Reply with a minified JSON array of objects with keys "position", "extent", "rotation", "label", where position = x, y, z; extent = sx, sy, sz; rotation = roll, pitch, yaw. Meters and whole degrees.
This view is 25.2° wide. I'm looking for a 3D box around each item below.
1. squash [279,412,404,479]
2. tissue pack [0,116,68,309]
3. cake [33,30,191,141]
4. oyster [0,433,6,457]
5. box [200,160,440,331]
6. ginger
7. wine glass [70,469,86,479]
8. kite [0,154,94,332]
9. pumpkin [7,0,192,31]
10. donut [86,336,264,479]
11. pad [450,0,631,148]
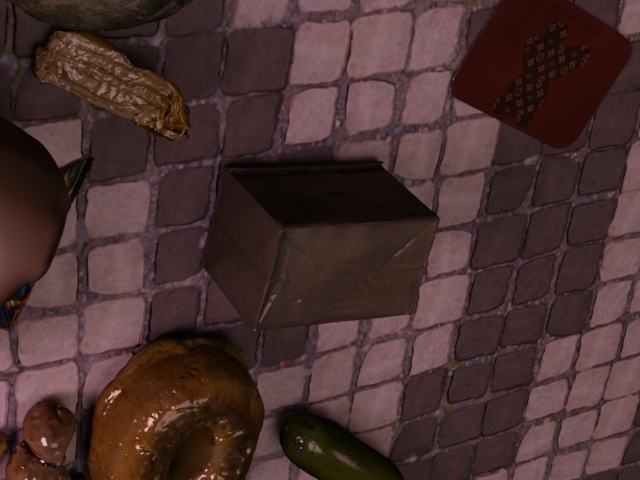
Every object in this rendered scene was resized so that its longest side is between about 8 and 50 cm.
[{"position":[0.051,0.330,2.056],"extent":[0.087,0.087,0.331],"rotation":[-47,136,3],"label":"squash"},{"position":[-0.439,0.038,1.380],"extent":[0.276,0.267,0.387],"rotation":[22,104,-24],"label":"tissue pack"},{"position":[-0.216,-0.177,1.549],"extent":[0.184,0.116,0.080],"rotation":[22,105,-9],"label":"cake"},{"position":[-0.475,0.304,1.690],"extent":[0.209,0.072,0.133],"rotation":[-40,166,14],"label":"oyster"},{"position":[0.000,0.000,1.740],"extent":[0.231,0.149,0.155],"rotation":[-3,123,-33],"label":"box"},{"position":[-0.349,0.293,1.737],"extent":[0.104,0.080,0.204],"rotation":[23,95,-14],"label":"ginger"},{"position":[-0.349,0.367,1.816],"extent":[0.155,0.072,0.072],"rotation":[-41,134,-3],"label":"wine glass"},{"position":[-0.384,0.018,1.588],"extent":[0.321,0.016,0.234],"rotation":[-25,133,-17],"label":"kite"},{"position":[-0.223,-0.345,1.254],"extent":[0.257,0.292,0.328],"rotation":[-18,124,23],"label":"pumpkin"},{"position":[-0.184,0.251,1.808],"extent":[0.208,0.128,0.262],"rotation":[-5,122,-31],"label":"donut"},{"position":[0.295,-0.227,1.883],"extent":[0.267,0.004,0.181],"rotation":[19,108,-41],"label":"pad"}]
